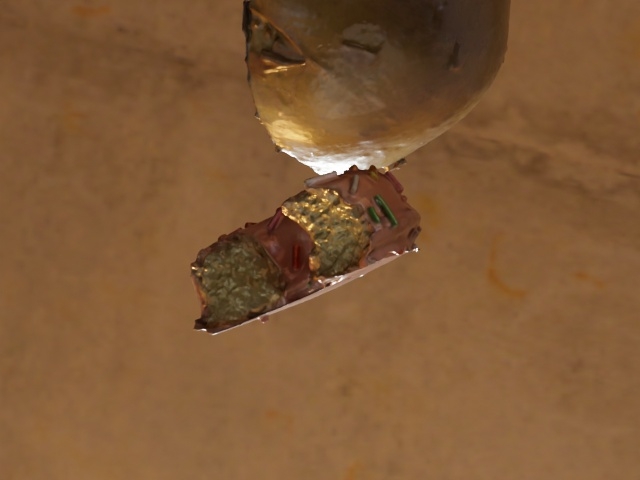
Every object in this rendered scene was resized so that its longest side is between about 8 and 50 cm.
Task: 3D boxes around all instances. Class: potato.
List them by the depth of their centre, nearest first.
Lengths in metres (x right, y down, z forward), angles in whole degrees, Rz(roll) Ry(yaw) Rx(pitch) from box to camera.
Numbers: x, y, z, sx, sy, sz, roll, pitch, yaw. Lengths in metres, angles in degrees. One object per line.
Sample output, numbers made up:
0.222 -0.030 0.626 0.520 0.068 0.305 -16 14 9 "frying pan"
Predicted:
0.066 -0.189 1.344 0.116 0.239 0.299 10 -110 49 "potato"

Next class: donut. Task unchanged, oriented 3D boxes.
0.000 0.000 1.082 0.166 0.117 0.065 -25 -94 40 "donut"
